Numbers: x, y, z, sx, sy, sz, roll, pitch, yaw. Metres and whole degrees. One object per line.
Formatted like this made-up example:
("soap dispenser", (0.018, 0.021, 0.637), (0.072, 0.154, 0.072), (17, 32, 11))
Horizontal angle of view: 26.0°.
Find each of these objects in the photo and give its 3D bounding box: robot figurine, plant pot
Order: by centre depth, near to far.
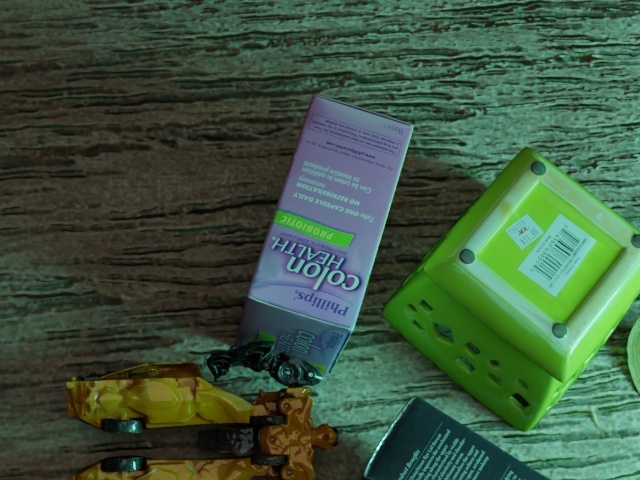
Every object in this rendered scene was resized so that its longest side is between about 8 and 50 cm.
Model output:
("robot figurine", (-0.127, 0.215, 1.500), (0.291, 0.085, 0.211), (0, 85, -7))
("plant pot", (0.234, 0.047, 1.549), (0.227, 0.207, 0.228), (39, 70, 7))

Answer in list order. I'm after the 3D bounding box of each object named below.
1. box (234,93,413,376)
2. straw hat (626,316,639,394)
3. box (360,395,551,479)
("box", (0.000, 0.000, 1.531), (0.117, 0.213, 0.243), (17, 71, -1))
("straw hat", (0.432, 0.133, 1.617), (0.144, 0.144, 0.061), (46, 30, 9))
("box", (0.147, 0.279, 1.448), (0.207, 0.153, 0.108), (30, 65, 12))
